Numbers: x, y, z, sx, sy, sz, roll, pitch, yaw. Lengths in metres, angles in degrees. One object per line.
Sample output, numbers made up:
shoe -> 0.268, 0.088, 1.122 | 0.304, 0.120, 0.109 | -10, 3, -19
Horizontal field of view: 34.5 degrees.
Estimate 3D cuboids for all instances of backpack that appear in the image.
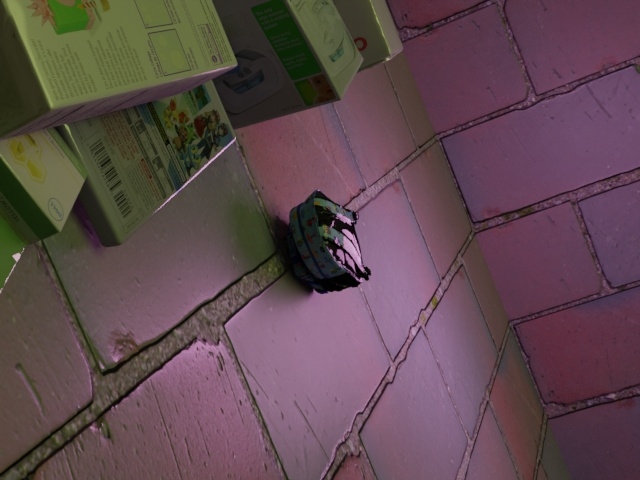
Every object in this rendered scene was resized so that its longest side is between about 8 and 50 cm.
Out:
backpack -> 0.000, 0.000, 1.821 | 0.173, 0.117, 0.158 | 38, 37, -58

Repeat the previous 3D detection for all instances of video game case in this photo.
video game case -> -0.248, -0.206, 1.296 | 0.300, 0.036, 0.329 | -51, 125, -49

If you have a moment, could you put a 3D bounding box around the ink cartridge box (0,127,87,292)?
ink cartridge box -> -0.338, -0.062, 1.071 | 0.171, 0.056, 0.235 | 58, 21, -30

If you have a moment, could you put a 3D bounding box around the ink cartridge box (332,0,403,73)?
ink cartridge box -> -0.057, -0.467, 1.874 | 0.395, 0.285, 0.166 | 67, 19, -9

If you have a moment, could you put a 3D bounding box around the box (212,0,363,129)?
box -> -0.107, -0.312, 1.593 | 0.231, 0.262, 0.127 | 59, 37, -31

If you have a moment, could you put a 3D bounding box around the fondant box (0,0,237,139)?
fondant box -> -0.258, -0.266, 1.145 | 0.330, 0.096, 0.238 | -29, 98, -57
